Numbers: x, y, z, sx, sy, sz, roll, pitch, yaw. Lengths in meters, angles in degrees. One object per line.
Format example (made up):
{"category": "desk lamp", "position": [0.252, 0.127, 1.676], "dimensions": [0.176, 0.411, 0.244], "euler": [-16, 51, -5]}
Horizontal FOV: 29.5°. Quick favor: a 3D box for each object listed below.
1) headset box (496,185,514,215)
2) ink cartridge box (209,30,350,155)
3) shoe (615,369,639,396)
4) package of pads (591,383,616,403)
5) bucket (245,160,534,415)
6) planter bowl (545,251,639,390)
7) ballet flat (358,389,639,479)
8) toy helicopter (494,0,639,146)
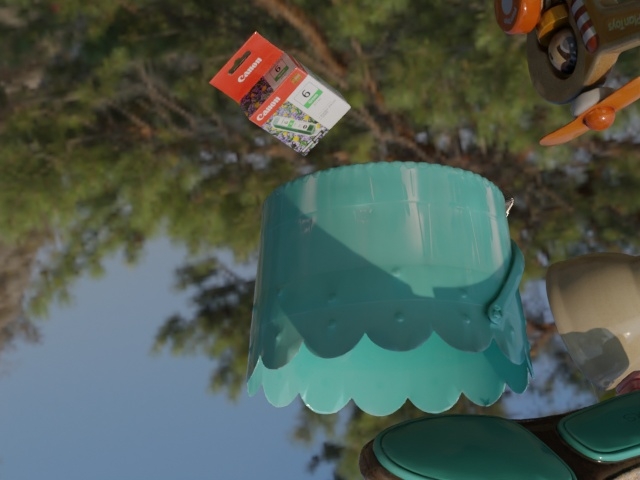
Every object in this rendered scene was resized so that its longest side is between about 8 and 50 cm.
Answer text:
{"category": "headset box", "position": [0.255, -0.046, 1.785], "dimensions": [0.032, 0.062, 0.083], "euler": [20, -168, -5]}
{"category": "ink cartridge box", "position": [-0.034, -0.124, 1.042], "dimensions": [0.115, 0.063, 0.029], "euler": [31, -162, -45]}
{"category": "shoe", "position": [0.346, 0.217, 1.327], "dimensions": [0.063, 0.178, 0.081], "euler": [9, -127, 17]}
{"category": "package of pads", "position": [0.528, 0.176, 1.818], "dimensions": [0.101, 0.296, 0.229], "euler": [13, -137, -24]}
{"category": "bucket", "position": [0.064, 0.053, 1.158], "dimensions": [0.281, 0.183, 0.281], "euler": [0, 161, 0]}
{"category": "planter bowl", "position": [0.350, 0.080, 1.409], "dimensions": [0.109, 0.162, 0.162], "euler": [-27, 180, 29]}
{"category": "ballet flat", "position": [0.156, 0.181, 0.870], "dimensions": [0.316, 0.106, 0.107], "euler": [-1, -152, -31]}
{"category": "toy helicopter", "position": [0.355, -0.244, 1.520], "dimensions": [0.140, 0.235, 0.355], "euler": [-4, -179, -19]}
